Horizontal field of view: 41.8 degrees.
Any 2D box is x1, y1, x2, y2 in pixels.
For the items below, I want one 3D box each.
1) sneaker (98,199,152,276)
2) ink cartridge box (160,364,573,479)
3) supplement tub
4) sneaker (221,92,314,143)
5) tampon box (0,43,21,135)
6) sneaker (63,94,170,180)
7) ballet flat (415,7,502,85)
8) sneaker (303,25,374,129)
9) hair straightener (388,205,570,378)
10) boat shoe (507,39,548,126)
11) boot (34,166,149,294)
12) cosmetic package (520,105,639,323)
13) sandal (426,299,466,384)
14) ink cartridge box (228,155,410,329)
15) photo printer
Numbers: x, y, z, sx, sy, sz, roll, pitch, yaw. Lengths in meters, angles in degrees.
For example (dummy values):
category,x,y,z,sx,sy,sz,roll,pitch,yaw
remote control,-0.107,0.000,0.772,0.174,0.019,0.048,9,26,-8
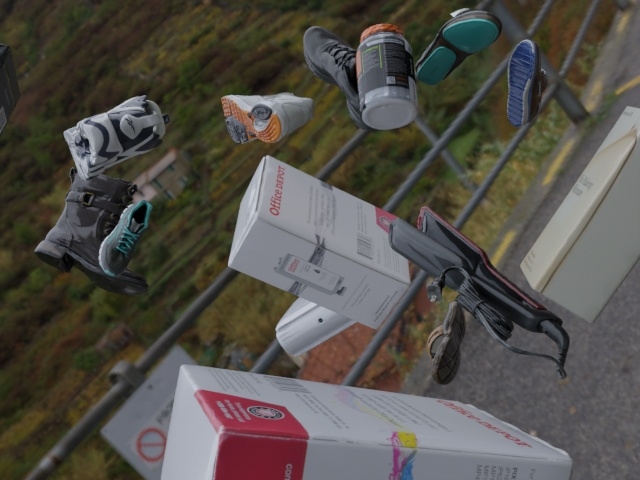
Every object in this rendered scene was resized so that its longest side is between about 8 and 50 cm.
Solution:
category,x,y,z,sx,sy,sz,roll,pitch,yaw
sneaker,-0.365,-0.012,1.581,0.076,0.065,0.166,-34,34,54
ink cartridge box,0.027,0.209,0.744,0.226,0.306,0.131,-169,91,-73
supplement tub,0.129,-0.326,1.664,0.117,0.117,0.190,-29,54,45
sneaker,-0.104,-0.252,1.683,0.121,0.099,0.262,-22,24,-27
tampon box,-0.584,-0.252,1.342,0.120,0.161,0.101,104,178,-56
sneaker,-0.326,-0.171,1.375,0.153,0.094,0.235,-22,0,-24
ballet flat,0.282,-0.420,1.723,0.280,0.095,0.096,-29,35,61
sneaker,0.061,-0.379,1.835,0.109,0.286,0.130,-35,-20,-11
hair straightener,0.138,0.053,0.787,0.089,0.230,0.047,-20,-40,-31
boat shoe,0.420,-0.322,1.691,0.066,0.183,0.066,-21,43,-25
boot,-0.437,-0.027,1.731,0.091,0.263,0.229,115,178,-64
cosmetic package,0.445,-0.043,1.285,0.309,0.113,0.160,-60,1,12
sandal,0.243,0.201,1.664,0.060,0.090,0.219,-6,38,23
ink cartridge box,0.000,0.000,1.423,0.117,0.283,0.207,-57,16,31
photo printer,0.054,0.149,2.121,0.307,0.107,0.256,-33,6,21
